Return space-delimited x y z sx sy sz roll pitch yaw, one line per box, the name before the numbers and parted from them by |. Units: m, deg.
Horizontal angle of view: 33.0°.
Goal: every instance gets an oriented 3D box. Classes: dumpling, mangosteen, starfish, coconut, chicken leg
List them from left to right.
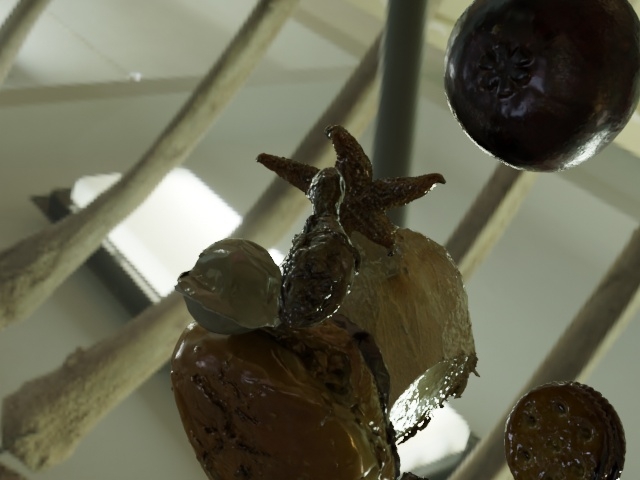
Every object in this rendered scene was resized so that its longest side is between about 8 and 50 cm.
dumpling | -0.082 0.056 1.200 0.127 0.108 0.188 15 -175 15
chicken leg | 0.003 0.001 1.091 0.069 0.085 0.197 18 -132 -11
starfish | 0.020 -0.062 1.529 0.231 0.295 0.048 46 -144 -16
coconut | 0.068 0.133 1.738 0.346 0.360 0.346 -17 -169 4
mangosteen | 0.277 -0.201 1.262 0.235 0.235 0.261 33 -153 32

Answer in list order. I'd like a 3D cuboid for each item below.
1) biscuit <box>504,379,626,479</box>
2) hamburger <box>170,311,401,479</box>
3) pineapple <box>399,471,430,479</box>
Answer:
biscuit | 0.414 0.347 1.841 0.066 0.220 0.220 7 -155 -43
hamburger | -0.043 0.214 1.333 0.284 0.304 0.174 9 -142 37
pineapple | 0.158 0.500 1.510 0.263 0.271 0.262 29 168 7
